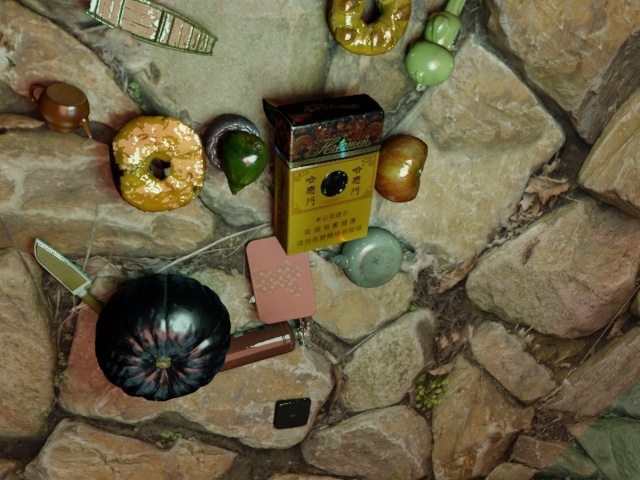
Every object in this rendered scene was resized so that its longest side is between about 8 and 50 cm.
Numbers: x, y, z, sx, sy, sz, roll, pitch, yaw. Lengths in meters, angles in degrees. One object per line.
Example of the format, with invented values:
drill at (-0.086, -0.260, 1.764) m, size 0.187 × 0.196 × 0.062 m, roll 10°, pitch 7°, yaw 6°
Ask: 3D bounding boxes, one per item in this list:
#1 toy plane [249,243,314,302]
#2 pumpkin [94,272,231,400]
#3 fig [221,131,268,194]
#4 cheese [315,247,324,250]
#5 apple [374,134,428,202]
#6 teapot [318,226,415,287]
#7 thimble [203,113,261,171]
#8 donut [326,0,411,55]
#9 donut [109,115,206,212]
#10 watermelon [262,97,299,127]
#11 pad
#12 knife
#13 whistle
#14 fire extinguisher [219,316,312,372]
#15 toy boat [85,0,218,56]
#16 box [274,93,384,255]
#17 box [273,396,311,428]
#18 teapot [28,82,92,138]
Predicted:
toy plane at (-0.121, 0.114, 1.741) m, size 0.226 × 0.058 × 0.226 m, roll -32°, pitch 123°, yaw 2°
pumpkin at (-0.428, 0.269, 1.587) m, size 0.364 × 0.266 × 0.363 m, roll -8°, pitch 116°, yaw -15°
fig at (-0.195, -0.177, 1.432) m, size 0.117 × 0.117 × 0.177 m, roll 7°, pitch 122°, yaw -22°
cheese at (-0.001, 0.001, 1.729) m, size 0.084 × 0.060 × 0.041 m, roll -23°, pitch 122°, yaw 1°
apple at (0.222, -0.202, 1.634) m, size 0.160 × 0.173 × 0.195 m, roll 0°, pitch 112°, yaw -22°
teapot at (0.153, 0.047, 1.765) m, size 0.294 × 0.129 × 0.193 m, roll -7°, pitch 118°, yaw -18°
thimble at (-0.227, -0.249, 1.498) m, size 0.150 × 0.098 × 0.150 m, roll -7°, pitch 117°, yaw -15°
donut at (0.120, -0.576, 1.444) m, size 0.227 × 0.114 × 0.226 m, roll -8°, pitch 117°, yaw -16°
donut at (-0.406, -0.195, 1.452) m, size 0.254 × 0.118 × 0.253 m, roll -8°, pitch 121°, yaw -14°
watermelon at (-0.084, -0.327, 1.536) m, size 0.094 × 0.125 × 0.135 m, roll -59°, pitch 155°, yaw -21°
pad at (-0.114, 0.115, 1.710) m, size 0.181 × 0.004 × 0.267 m, roll -10°, pitch 106°, yaw -5°
knife at (-0.655, 0.118, 1.572) m, size 0.061 × 0.027 × 0.343 m, roll -34°, pitch 124°, yaw 1°
whistle at (0.305, -0.542, 1.539) m, size 0.141 × 0.141 × 0.294 m, roll 11°, pitch 92°, yaw -24°
fire extinguisher at (-0.174, 0.295, 1.795) m, size 0.337 × 0.106 × 0.147 m, roll -15°, pitch 97°, yaw -13°
toy boat at (-0.385, -0.501, 1.340) m, size 0.293 × 0.055 × 0.093 m, roll 14°, pitch 109°, yaw -24°
box at (0.012, -0.171, 1.541) m, size 0.264 × 0.115 × 0.415 m, roll -13°, pitch 133°, yaw -21°
box at (-0.099, 0.602, 2.015) m, size 0.126 × 0.027 × 0.125 m, roll -1°, pitch 118°, yaw -20°
teapot at (-0.602, -0.299, 1.345) m, size 0.173 × 0.116 × 0.116 m, roll 30°, pitch 104°, yaw -2°
